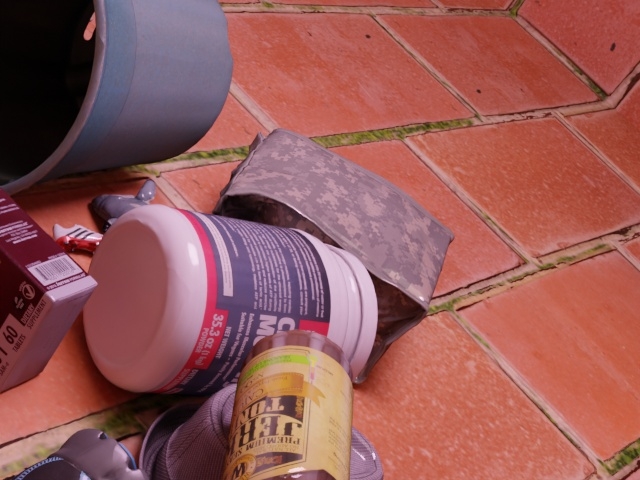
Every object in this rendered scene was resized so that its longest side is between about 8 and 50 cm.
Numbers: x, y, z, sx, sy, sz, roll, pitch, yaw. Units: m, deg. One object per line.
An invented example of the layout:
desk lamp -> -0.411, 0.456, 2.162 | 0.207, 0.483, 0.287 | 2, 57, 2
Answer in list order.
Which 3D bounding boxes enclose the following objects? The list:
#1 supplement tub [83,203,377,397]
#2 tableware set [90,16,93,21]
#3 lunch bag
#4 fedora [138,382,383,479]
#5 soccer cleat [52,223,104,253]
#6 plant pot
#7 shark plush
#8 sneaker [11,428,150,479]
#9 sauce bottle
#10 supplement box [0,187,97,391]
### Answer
supplement tub -> -0.093, 0.072, 1.438 | 0.272, 0.191, 0.191 | 10, 37, -40
tableware set -> -0.288, -0.365, 2.067 | 0.128, 0.039, 0.194 | 25, 29, -22
lunch bag -> 0.000, 0.000, 1.689 | 0.287, 0.169, 0.235 | 39, 27, -5
fedora -> -0.036, 0.228, 1.332 | 0.275, 0.124, 0.244 | 25, 30, -21
soccer cleat -> -0.264, -0.002, 1.536 | 0.083, 0.029, 0.035 | 4, 47, -39
plant pot -> -0.287, -0.214, 1.553 | 0.341, 0.341, 0.334 | 46, 20, 19
shark plush -> -0.221, -0.009, 1.561 | 0.067, 0.073, 0.161 | 5, 33, -19
sneaker -> -0.144, 0.322, 1.107 | 0.139, 0.125, 0.341 | -32, 71, -32
sauce bottle -> -0.028, 0.210, 1.132 | 0.111, 0.111, 0.344 | 29, 28, -15
supplement box -> -0.342, 0.014, 1.308 | 0.239, 0.130, 0.073 | 42, 28, 13
